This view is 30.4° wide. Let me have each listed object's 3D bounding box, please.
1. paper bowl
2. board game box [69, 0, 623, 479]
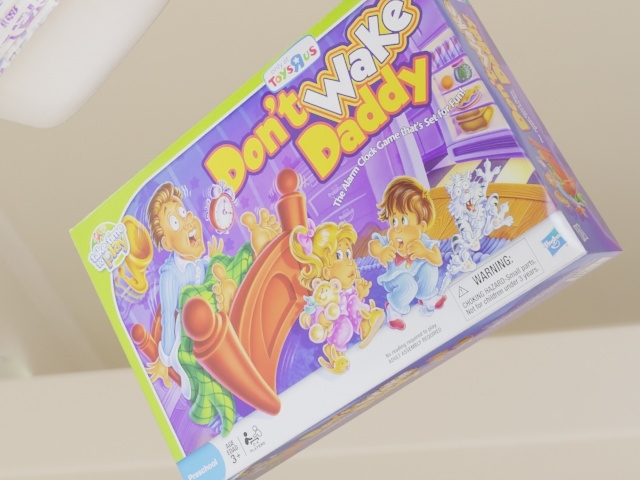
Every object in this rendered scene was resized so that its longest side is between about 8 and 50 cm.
[{"bbox_3d":[-0.195,-0.197,0.869,0.148,0.284,0.284,39,-150,-16],"label":"paper bowl"},{"bbox_3d":[0.000,0.000,0.839,0.078,0.347,0.233,0,-122,-59],"label":"board game box"}]
